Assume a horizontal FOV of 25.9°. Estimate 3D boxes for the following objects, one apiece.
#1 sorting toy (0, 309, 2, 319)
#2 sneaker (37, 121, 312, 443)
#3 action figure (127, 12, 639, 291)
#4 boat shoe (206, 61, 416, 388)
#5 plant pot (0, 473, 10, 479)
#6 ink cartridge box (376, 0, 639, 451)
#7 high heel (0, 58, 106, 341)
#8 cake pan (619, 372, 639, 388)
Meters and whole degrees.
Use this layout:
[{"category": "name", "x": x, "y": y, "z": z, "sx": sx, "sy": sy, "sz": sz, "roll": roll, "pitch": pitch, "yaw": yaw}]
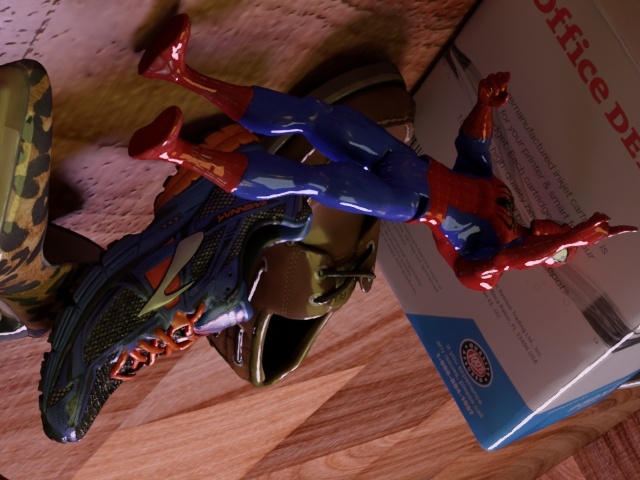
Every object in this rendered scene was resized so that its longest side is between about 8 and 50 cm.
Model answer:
[{"category": "sorting toy", "x": -0.270, "y": 0.032, "z": 0.679, "sx": 0.196, "sy": 0.047, "sz": 0.348, "roll": 26, "pitch": 137, "yaw": -18}, {"category": "sneaker", "x": -0.085, "y": 0.031, "z": 0.819, "sx": 0.221, "sy": 0.087, "sz": 0.083, "roll": -53, "pitch": 171, "yaw": -16}, {"category": "action figure", "x": 0.054, "y": -0.048, "z": 0.744, "sx": 0.280, "sy": 0.091, "sz": 0.139, "roll": 22, "pitch": 146, "yaw": -31}, {"category": "boat shoe", "x": 0.000, "y": 0.000, "z": 0.956, "sx": 0.110, "sy": 0.104, "sz": 0.307, "roll": -17, "pitch": 158, "yaw": -28}, {"category": "plant pot", "x": -0.304, "y": 0.218, "z": 0.910, "sx": 0.272, "sy": 0.272, "sz": 0.265, "roll": -22, "pitch": 153, "yaw": -15}, {"category": "ink cartridge box", "x": 0.169, "y": -0.033, "z": 0.916, "sx": 0.129, "sy": 0.223, "sz": 0.307, "roll": -16, "pitch": 158, "yaw": -32}, {"category": "high heel", "x": -0.152, "y": -0.025, "z": 0.753, "sx": 0.186, "sy": 0.093, "sz": 0.261, "roll": -26, "pitch": 162, "yaw": -46}, {"category": "cake pan", "x": 0.216, "y": 0.031, "z": 1.192, "sx": 0.293, "sy": 0.054, "sz": 0.293, "roll": 6, "pitch": 143, "yaw": 4}]
